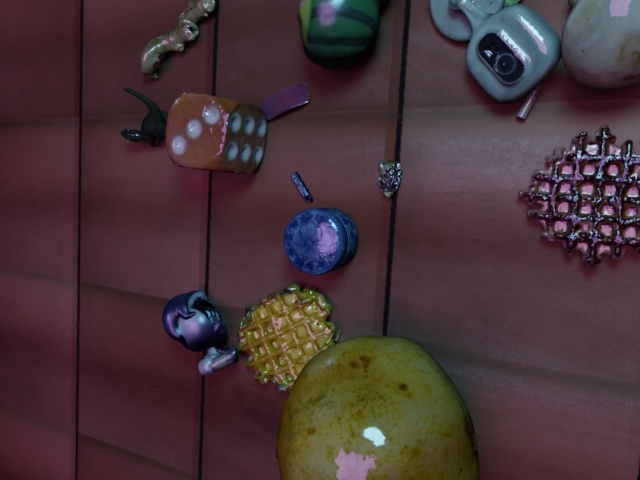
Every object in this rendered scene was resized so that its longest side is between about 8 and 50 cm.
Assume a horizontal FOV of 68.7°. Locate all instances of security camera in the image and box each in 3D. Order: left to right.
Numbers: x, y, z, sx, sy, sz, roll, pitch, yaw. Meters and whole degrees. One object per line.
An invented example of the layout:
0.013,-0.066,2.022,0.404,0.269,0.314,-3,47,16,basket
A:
0.304,-0.399,0.869,0.301,0.080,0.157,55,144,12,security camera

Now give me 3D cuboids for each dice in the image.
-0.242,-0.246,1.112,0.179,0.175,0.173,15,99,20,dice

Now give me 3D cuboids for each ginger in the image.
-0.375,-0.524,1.219,0.288,0.075,0.089,-40,82,18,ginger

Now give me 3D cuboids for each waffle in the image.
-0.089,0.233,1.129,0.262,0.060,0.280,21,102,23,waffle
0.495,-0.073,0.840,0.221,0.055,0.234,-46,70,22,waffle

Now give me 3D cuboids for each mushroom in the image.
0.482,-0.367,0.769,0.207,0.207,0.215,-38,47,22,mushroom

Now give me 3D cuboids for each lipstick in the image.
0.403,-0.276,0.888,0.019,0.019,0.094,30,105,21,lipstick

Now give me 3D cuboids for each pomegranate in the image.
0.092,0.388,0.866,0.417,0.417,0.416,2,94,25,pomegranate

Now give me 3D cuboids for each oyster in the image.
0.149,-0.133,1.017,0.054,0.019,0.083,3,94,25,oyster

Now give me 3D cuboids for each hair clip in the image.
-0.089,-0.329,1.116,0.137,0.022,0.054,-16,83,25,hair clip

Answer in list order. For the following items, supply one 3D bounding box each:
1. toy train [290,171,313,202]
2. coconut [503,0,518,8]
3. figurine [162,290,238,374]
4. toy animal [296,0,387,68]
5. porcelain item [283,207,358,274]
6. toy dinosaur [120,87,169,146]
-0.043,-0.125,1.109,0.017,0.017,0.083,-36,79,24,toy train
0.341,-0.511,0.884,0.133,0.055,0.157,-16,88,27,coconut
-0.311,0.237,1.196,0.145,0.145,0.222,-33,81,23,figurine
0.055,-0.523,0.946,0.191,0.216,0.337,6,100,-2,toy animal
0.000,0.000,1.044,0.147,0.114,0.147,2,95,25,porcelain item
-0.468,-0.295,1.211,0.187,0.179,0.087,-28,80,27,toy dinosaur
